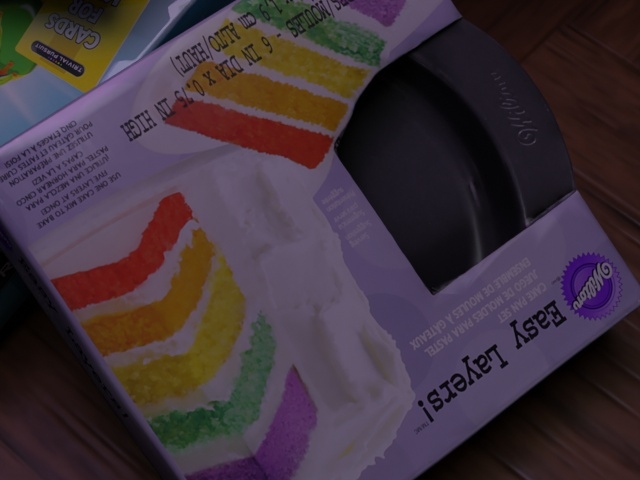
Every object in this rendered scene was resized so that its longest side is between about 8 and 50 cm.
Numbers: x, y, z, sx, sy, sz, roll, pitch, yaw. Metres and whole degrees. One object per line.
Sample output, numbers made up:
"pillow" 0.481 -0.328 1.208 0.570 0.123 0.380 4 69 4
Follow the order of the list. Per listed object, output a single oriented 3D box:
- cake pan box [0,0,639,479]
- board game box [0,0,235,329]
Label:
"cake pan box" 0.000 0.000 0.757 0.267 0.070 0.245 -33 94 -18
"board game box" -0.227 -0.088 0.835 0.254 0.079 0.336 33 76 20
